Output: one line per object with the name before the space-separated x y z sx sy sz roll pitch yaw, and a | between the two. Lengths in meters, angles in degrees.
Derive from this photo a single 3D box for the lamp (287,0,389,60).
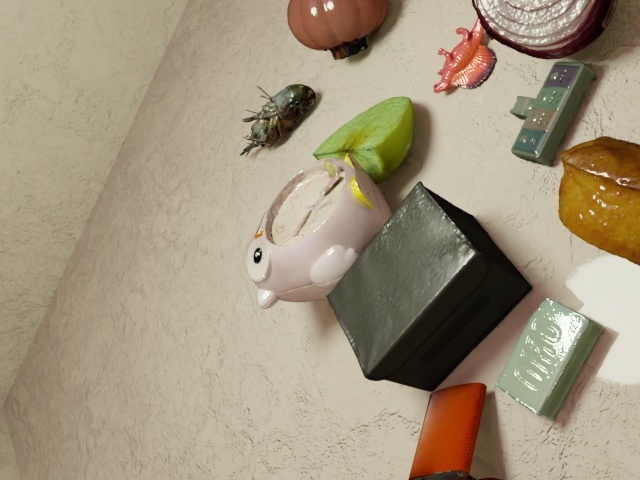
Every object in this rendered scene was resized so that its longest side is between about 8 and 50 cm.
lamp | 0.056 -0.655 1.912 0.305 0.239 0.305 -19 22 8

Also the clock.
clock | 0.000 0.000 1.627 0.377 0.250 0.368 -35 36 19

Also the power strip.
power strip | 0.473 -0.273 1.394 0.215 0.061 0.145 -63 32 5

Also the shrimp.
shrimp | -0.166 -0.403 2.127 0.372 0.137 0.172 -27 63 30

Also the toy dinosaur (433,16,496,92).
toy dinosaur | 0.382 -0.463 1.590 0.286 0.070 0.139 -51 51 16

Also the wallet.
wallet | 0.250 0.377 1.279 0.142 0.045 0.204 -29 24 42

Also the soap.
soap | 0.419 0.214 1.212 0.114 0.063 0.198 32 97 53

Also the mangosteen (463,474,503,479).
mangosteen | 0.294 0.502 1.162 0.180 0.166 0.166 172 116 -76

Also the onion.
onion | 0.467 -0.535 1.357 0.282 0.260 0.336 -30 84 33

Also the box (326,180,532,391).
box | 0.219 0.103 1.386 0.345 0.204 0.251 -51 41 20

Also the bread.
bread | 0.528 -0.060 1.051 0.312 0.312 0.172 36 118 51

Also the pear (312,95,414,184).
pear | 0.152 -0.265 1.710 0.288 0.139 0.239 4 55 56
